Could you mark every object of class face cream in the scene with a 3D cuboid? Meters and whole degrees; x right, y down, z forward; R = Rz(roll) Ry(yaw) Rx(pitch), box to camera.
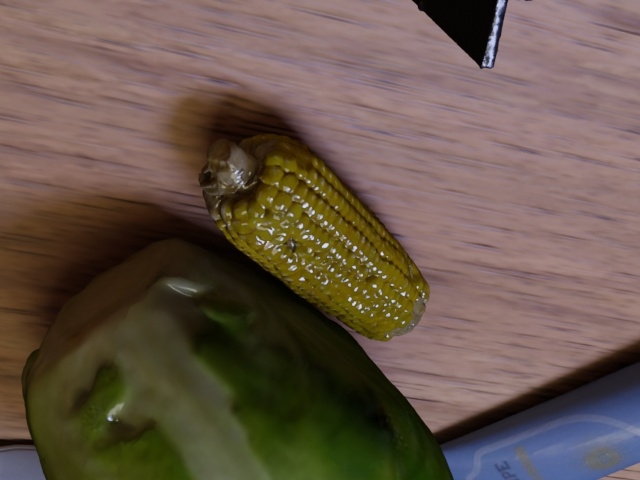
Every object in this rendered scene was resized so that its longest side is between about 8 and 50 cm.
[{"bbox_3d":[0.264,0.181,1.336,0.385,0.086,0.135,-27,126,20],"label":"face cream"}]

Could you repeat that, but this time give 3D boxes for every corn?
[{"bbox_3d":[0.000,0.000,1.093,0.097,0.097,0.262,-32,134,19],"label":"corn"}]

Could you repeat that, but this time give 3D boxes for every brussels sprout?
[{"bbox_3d":[-0.056,0.179,1.121,0.276,0.314,0.371,-37,119,15],"label":"brussels sprout"}]

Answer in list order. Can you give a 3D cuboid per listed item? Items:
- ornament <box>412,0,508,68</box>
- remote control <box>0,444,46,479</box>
[{"bbox_3d":[0.162,-0.216,0.898,0.196,0.166,0.153,-5,126,-25],"label":"ornament"},{"bbox_3d":[-0.176,0.249,1.328,0.313,0.055,0.109,5,133,-16],"label":"remote control"}]
